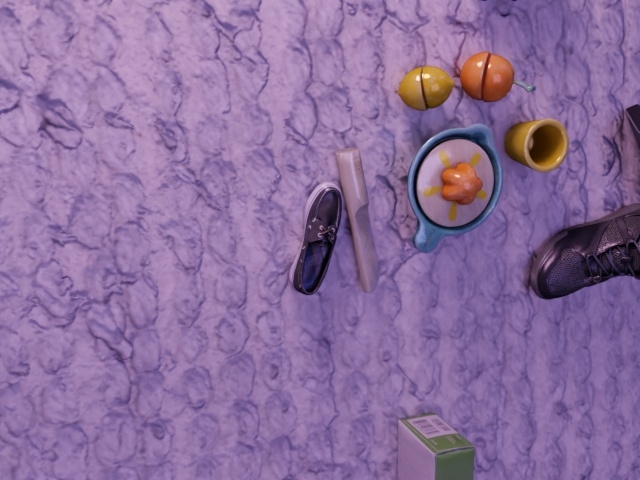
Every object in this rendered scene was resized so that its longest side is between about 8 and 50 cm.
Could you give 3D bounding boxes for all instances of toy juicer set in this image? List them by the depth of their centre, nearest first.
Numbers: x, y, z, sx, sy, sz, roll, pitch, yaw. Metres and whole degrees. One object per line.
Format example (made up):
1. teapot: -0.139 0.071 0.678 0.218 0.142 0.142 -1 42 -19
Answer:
1. toy juicer set: 0.146 -0.101 0.972 0.329 0.089 0.209 -37 112 -10

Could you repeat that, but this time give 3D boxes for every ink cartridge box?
1. ink cartridge box: 0.152 0.353 1.066 0.062 0.109 0.209 -5 103 -19

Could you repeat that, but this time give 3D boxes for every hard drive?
1. hard drive: 0.463 -0.113 1.093 0.022 0.094 0.135 -24 113 19

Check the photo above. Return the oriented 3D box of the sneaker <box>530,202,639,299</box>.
1. sneaker: 0.404 0.021 1.080 0.227 0.130 0.087 -22 107 -13

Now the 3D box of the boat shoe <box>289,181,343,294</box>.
1. boat shoe: 0.000 0.000 0.964 0.049 0.040 0.142 13 97 -23
